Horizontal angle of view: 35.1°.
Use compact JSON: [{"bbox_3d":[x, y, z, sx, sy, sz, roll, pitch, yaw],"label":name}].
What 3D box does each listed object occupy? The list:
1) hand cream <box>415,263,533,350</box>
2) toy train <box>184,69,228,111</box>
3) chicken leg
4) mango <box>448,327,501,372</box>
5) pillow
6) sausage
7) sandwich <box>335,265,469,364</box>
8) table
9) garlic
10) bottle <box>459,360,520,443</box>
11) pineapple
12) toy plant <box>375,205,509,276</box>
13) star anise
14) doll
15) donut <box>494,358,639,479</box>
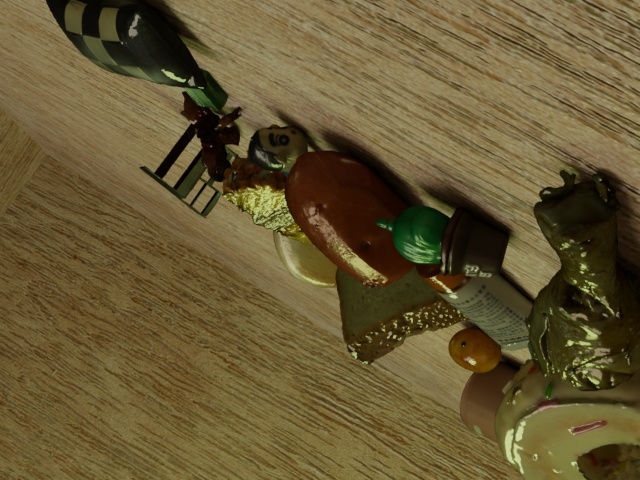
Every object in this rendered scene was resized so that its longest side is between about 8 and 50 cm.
[{"bbox_3d":[0.293,0.107,1.717,0.139,0.089,0.314,-15,135,40],"label":"hand cream"},{"bbox_3d":[-0.201,-0.259,1.730,0.056,0.038,0.093,24,165,34],"label":"toy train"},{"bbox_3d":[0.334,0.060,1.267,0.201,0.153,0.429,37,165,35],"label":"chicken leg"},{"bbox_3d":[0.329,0.237,2.187,0.115,0.089,0.165,26,173,-6],"label":"mango"},{"bbox_3d":[-0.306,-0.320,1.601,0.249,0.106,0.186,20,163,38],"label":"pillow"},{"bbox_3d":[0.052,-0.039,1.624,0.268,0.153,0.141,44,180,-31],"label":"sausage"},{"bbox_3d":[0.165,0.081,1.914,0.100,0.288,0.254,50,-154,-34],"label":"sandwich"},{"bbox_3d":[-0.253,-0.152,2.057,0.175,0.146,0.062,38,169,-20],"label":"table"},{"bbox_3d":[-0.013,0.002,2.134,0.245,0.145,0.164,41,136,-23],"label":"garlic"},{"bbox_3d":[0.453,0.397,2.195,0.296,0.206,0.173,24,129,42],"label":"bottle"},{"bbox_3d":[-0.052,-0.111,1.828,0.249,0.140,0.164,24,136,-36],"label":"pineapple"},{"bbox_3d":[0.176,-0.003,1.500,0.200,0.105,0.143,14,176,10],"label":"toy plant"},{"bbox_3d":[-0.173,-0.213,1.838,0.158,0.144,0.140,48,-151,-28],"label":"star anise"},{"bbox_3d":[-0.045,-0.138,1.676,0.179,0.089,0.102,22,-144,-35],"label":"doll"},{"bbox_3d":[0.428,0.284,1.573,0.307,0.150,0.371,15,140,7],"label":"donut"}]
